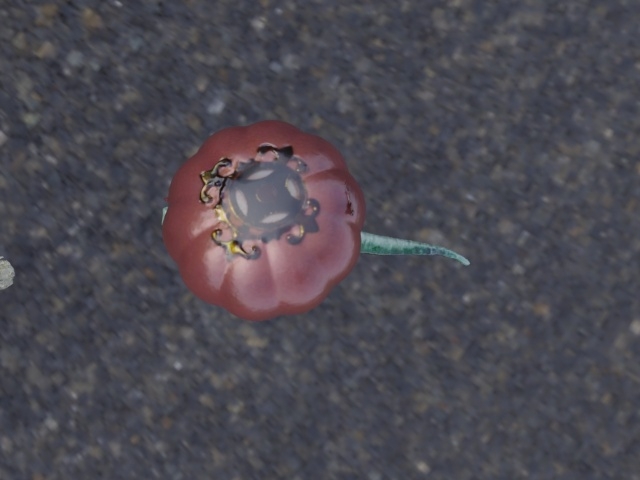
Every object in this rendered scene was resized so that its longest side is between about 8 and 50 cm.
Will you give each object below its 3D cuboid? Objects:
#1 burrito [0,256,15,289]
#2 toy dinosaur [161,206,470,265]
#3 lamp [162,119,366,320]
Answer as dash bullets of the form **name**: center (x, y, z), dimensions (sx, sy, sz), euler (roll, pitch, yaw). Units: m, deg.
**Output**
- **burrito**: center (-0.331, 0.010, 1.167), dimensions (0.229, 0.058, 0.063), euler (3, 66, -16)
- **toy dinosaur**: center (0.006, -0.049, 1.955), dimensions (0.383, 0.076, 0.129), euler (4, 86, -12)
- **lamp**: center (-0.049, -0.015, 1.471), dimensions (0.182, 0.182, 0.140), euler (-39, 164, -10)
